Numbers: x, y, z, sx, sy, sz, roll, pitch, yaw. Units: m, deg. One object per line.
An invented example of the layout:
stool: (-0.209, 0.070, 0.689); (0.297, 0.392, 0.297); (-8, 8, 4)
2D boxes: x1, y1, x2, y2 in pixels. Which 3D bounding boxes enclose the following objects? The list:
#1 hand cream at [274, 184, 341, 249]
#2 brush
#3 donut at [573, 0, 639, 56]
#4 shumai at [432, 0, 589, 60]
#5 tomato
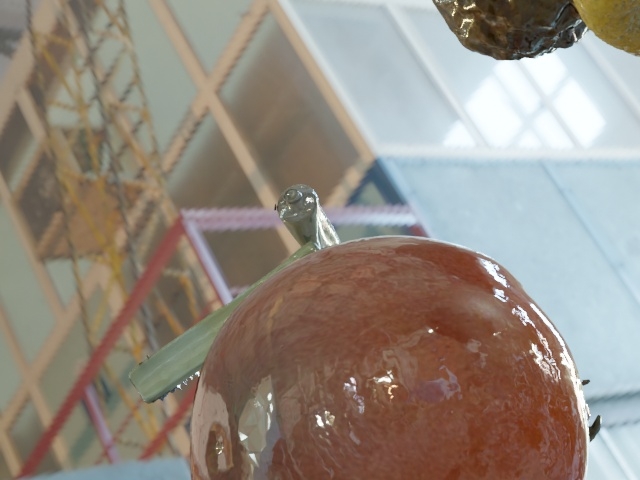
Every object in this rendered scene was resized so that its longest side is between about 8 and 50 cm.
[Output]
hand cream: (0.000, 0.000, 1.306); (0.037, 0.057, 0.165); (-10, -30, 15)
brush: (-0.064, 0.064, 1.129); (0.178, 0.033, 0.030); (-36, -31, 11)
donut: (0.193, -0.138, 0.764); (0.152, 0.058, 0.152); (0, -20, 0)
shumai: (0.202, -0.305, 1.127); (0.217, 0.283, 0.346); (24, -94, -14)
tomato: (0.039, 0.124, 0.919); (0.224, 0.256, 0.256); (4, -42, -30)
